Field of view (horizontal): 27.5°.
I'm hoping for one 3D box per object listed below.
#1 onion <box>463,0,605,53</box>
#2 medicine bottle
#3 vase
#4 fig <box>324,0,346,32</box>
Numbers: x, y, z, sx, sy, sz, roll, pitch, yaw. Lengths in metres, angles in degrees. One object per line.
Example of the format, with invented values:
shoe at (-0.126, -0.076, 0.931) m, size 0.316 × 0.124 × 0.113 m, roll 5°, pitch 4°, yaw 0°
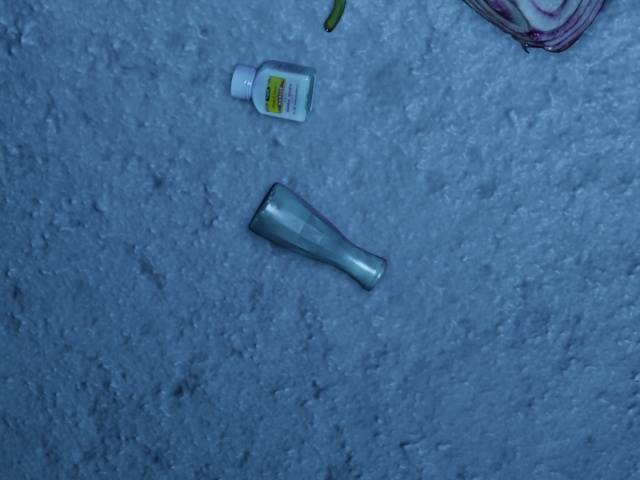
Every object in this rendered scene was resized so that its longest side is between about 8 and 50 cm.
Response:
onion at (0.269, -0.392, 1.715) m, size 0.206 × 0.216 × 0.207 m, roll -49°, pitch 56°, yaw -4°
medicine bottle at (-0.070, -0.226, 1.943) m, size 0.118 × 0.055 × 0.074 m, roll 13°, pitch 117°, yaw 8°
vase at (0.000, 0.000, 2.013) m, size 0.214 × 0.086 × 0.086 m, roll 31°, pitch 117°, yaw -6°
fig at (0.005, -0.395, 1.821) m, size 0.149 × 0.149 × 0.245 m, roll -6°, pitch 127°, yaw 16°
